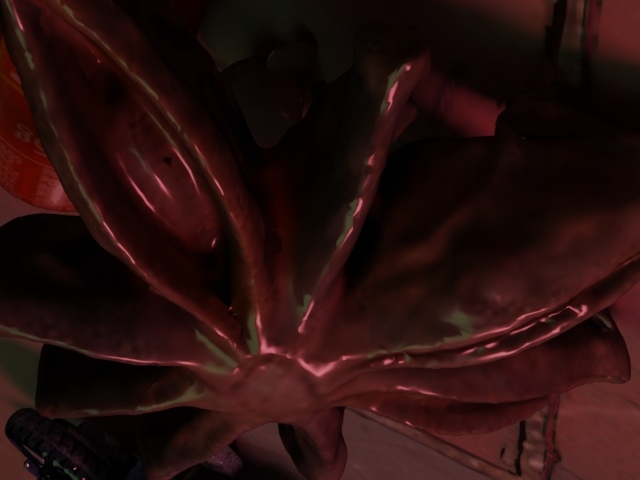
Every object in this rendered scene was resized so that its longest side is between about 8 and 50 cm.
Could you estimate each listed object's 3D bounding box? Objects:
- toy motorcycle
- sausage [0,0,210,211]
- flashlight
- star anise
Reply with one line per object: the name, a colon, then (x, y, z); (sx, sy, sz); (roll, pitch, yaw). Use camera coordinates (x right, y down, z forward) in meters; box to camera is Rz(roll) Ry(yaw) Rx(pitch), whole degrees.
toy motorcycle: (-0.060, 0.163, 1.007); (0.254, 0.092, 0.135); (30, 162, 26)
sausage: (-0.078, -0.079, 0.676); (0.074, 0.074, 0.274); (34, 152, 2)
flashlight: (-0.019, -0.034, 0.724); (0.031, 0.052, 0.110); (61, 174, 33)
star anise: (0.004, 0.001, 0.631); (0.257, 0.111, 0.198); (6, 138, -19)
